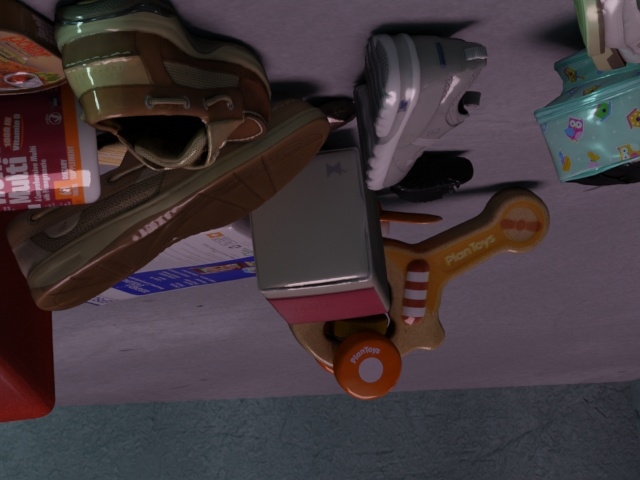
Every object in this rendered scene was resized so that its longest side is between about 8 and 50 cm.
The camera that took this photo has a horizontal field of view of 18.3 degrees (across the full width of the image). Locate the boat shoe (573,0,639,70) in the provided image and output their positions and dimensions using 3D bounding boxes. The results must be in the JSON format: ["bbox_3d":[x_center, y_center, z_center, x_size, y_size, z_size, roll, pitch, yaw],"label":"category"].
[{"bbox_3d":[0.259,-0.205,1.616,0.103,0.113,0.302,-11,178,12],"label":"boat shoe"}]

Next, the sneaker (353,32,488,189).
[{"bbox_3d":[0.097,-0.118,1.909,0.115,0.105,0.281,-6,167,-6],"label":"sneaker"}]

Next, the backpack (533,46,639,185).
[{"bbox_3d":[0.296,-0.125,1.873,0.166,0.144,0.188,-16,-172,42],"label":"backpack"}]

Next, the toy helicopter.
[{"bbox_3d":[0.116,0.021,2.453,0.355,0.235,0.140,-27,-163,-7],"label":"toy helicopter"}]

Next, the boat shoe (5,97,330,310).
[{"bbox_3d":[-0.154,-0.060,1.957,0.341,0.110,0.121,-30,161,1],"label":"boat shoe"}]

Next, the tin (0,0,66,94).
[{"bbox_3d":[-0.275,-0.163,1.662,0.106,0.040,0.190,-6,169,15],"label":"tin"}]

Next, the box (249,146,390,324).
[{"bbox_3d":[0.000,0.000,2.210,0.127,0.148,0.232,-7,168,6],"label":"box"}]

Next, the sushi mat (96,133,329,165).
[{"bbox_3d":[-0.111,-0.089,2.135,0.151,0.019,0.316,-17,164,35],"label":"sushi mat"}]

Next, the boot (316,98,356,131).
[{"bbox_3d":[-0.029,-0.115,2.016,0.106,0.037,0.114,-14,178,-37],"label":"boot"}]

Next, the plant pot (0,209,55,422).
[{"bbox_3d":[-0.432,0.031,2.010,0.267,0.267,0.236,-8,154,5],"label":"plant pot"}]

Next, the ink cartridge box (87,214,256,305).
[{"bbox_3d":[-0.200,0.010,2.442,0.307,0.072,0.303,-8,169,16],"label":"ink cartridge box"}]

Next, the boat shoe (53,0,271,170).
[{"bbox_3d":[-0.137,-0.118,1.743,0.122,0.120,0.324,-11,167,21],"label":"boat shoe"}]

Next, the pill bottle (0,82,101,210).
[{"bbox_3d":[-0.314,-0.084,1.799,0.221,0.121,0.121,-6,168,-7],"label":"pill bottle"}]

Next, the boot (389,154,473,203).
[{"bbox_3d":[0.110,-0.071,2.294,0.121,0.045,0.099,-2,170,-23],"label":"boot"}]
